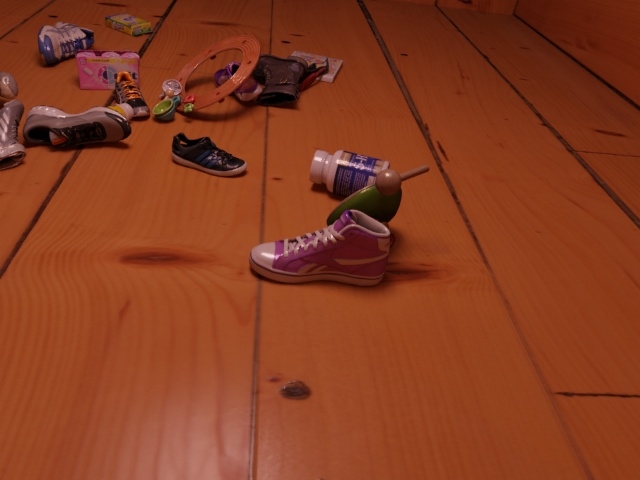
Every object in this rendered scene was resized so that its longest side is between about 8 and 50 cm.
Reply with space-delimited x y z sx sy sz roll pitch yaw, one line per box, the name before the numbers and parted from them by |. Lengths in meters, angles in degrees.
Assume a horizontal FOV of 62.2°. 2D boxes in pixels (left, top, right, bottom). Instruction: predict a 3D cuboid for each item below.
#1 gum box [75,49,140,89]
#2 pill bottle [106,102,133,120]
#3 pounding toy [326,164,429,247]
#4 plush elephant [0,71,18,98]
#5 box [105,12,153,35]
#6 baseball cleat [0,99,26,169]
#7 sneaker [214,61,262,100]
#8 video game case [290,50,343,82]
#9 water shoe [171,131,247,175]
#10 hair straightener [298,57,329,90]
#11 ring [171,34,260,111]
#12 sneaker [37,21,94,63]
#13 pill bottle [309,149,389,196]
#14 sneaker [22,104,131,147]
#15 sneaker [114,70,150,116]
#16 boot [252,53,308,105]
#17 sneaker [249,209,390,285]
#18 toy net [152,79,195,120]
gum box | -0.670 -0.543 1.691 0.189 0.107 0.062 -5 39 -19
pill bottle | -0.578 -0.342 1.478 0.065 0.065 0.116 19 37 14
pounding toy | 0.133 -0.050 1.141 0.183 0.237 0.110 -10 65 -47
plush elephant | -1.038 -0.466 1.378 0.330 0.271 0.255 -14 11 8
box | -0.785 -0.889 2.187 0.179 0.043 0.105 27 40 20
baseball cleat | -0.754 -0.249 1.292 0.110 0.072 0.205 18 64 -3
sneaker | -0.283 -0.544 1.752 0.095 0.104 0.236 -38 44 -17
video game case | -0.030 -0.687 2.090 0.207 0.026 0.227 13 36 5
water shoe | -0.289 -0.223 1.366 0.203 0.080 0.073 12 37 4
hair straightener | -0.044 -0.627 1.958 0.089 0.047 0.230 28 52 17
ring | -0.330 -0.521 1.666 0.337 0.032 0.336 -16 49 19
sneaker | -0.880 -0.695 1.849 0.131 0.111 0.296 4 37 -7
pill bottle | 0.073 -0.167 1.343 0.187 0.111 0.112 15 37 8
sneaker | -0.628 -0.282 1.373 0.272 0.100 0.107 0 46 -2
sneaker | -0.572 -0.434 1.589 0.084 0.083 0.215 -15 44 -31
boot | -0.173 -0.540 1.806 0.263 0.091 0.228 1 48 20
sneaker | 0.000 -0.001 1.065 0.282 0.161 0.102 2 39 -7
toy net | -0.449 -0.445 1.620 0.122 0.045 0.232 -26 45 6
